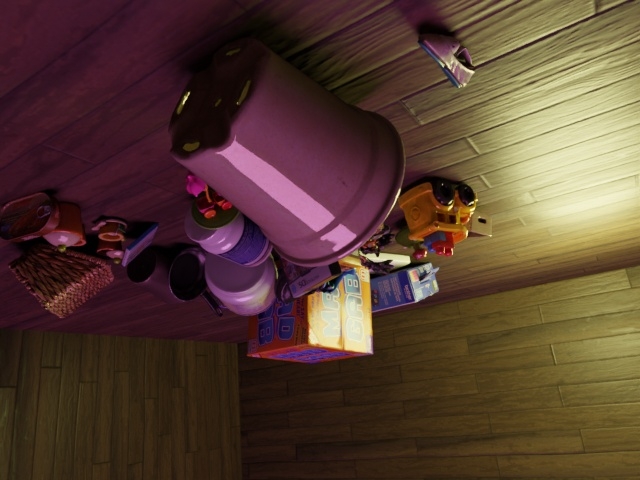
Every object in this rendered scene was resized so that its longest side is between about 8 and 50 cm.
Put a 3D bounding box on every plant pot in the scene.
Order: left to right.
[{"bbox_3d":[-0.073,-0.163,0.823,0.333,0.334,0.305,-19,146,33],"label":"plant pot"}]

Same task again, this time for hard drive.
[{"bbox_3d":[0.201,0.098,2.034,0.307,0.040,0.203,7,158,-33],"label":"hard drive"}]

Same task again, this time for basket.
[{"bbox_3d":[-0.834,0.094,1.546,0.223,0.213,0.299,-41,-179,-23],"label":"basket"},{"bbox_3d":[-0.569,0.123,1.713,0.204,0.154,0.227,-30,152,10],"label":"basket"}]

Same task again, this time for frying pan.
[{"bbox_3d":[-0.435,0.140,1.730,0.053,0.198,0.326,12,163,31],"label":"frying pan"}]

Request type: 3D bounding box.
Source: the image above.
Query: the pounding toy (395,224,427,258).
[{"bbox_3d":[0.368,0.009,1.664,0.182,0.110,0.237,-23,161,12],"label":"pounding toy"}]

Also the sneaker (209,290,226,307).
[{"bbox_3d":[-0.417,0.294,2.331,0.293,0.102,0.146,6,159,-31],"label":"sneaker"}]

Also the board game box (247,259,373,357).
[{"bbox_3d":[-0.042,0.282,1.912,0.356,0.357,0.356,20,151,-40],"label":"board game box"}]

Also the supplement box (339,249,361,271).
[{"bbox_3d":[0.000,0.000,1.443,0.191,0.194,0.129,-19,157,34],"label":"supplement box"}]

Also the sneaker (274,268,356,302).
[{"bbox_3d":[-0.024,0.124,1.573,0.125,0.140,0.340,21,128,-43],"label":"sneaker"}]

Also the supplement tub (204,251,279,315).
[{"bbox_3d":[-0.268,0.122,1.659,0.235,0.236,0.325,-5,161,-2],"label":"supplement tub"}]

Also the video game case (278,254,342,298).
[{"bbox_3d":[-0.056,-0.001,1.301,0.035,0.275,0.248,-12,167,-32],"label":"video game case"}]

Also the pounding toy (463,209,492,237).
[{"bbox_3d":[0.486,-0.070,1.571,0.141,0.101,0.130,11,170,-35],"label":"pounding toy"}]

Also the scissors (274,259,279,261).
[{"bbox_3d":[-0.140,0.127,2.048,0.108,0.021,0.297,-9,160,5],"label":"scissors"}]

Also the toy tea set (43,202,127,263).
[{"bbox_3d":[-0.676,0.003,1.357,0.199,0.125,0.336,-16,159,27],"label":"toy tea set"}]

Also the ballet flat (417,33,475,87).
[{"bbox_3d":[0.219,-0.320,0.814,0.052,0.057,0.168,-46,149,20],"label":"ballet flat"}]

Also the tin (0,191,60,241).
[{"bbox_3d":[-0.733,-0.058,1.196,0.189,0.106,0.040,-12,168,19],"label":"tin"}]

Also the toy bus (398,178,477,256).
[{"bbox_3d":[0.357,-0.052,1.379,0.220,0.212,0.149,4,158,-31],"label":"toy bus"}]

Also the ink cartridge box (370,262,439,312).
[{"bbox_3d":[0.355,0.214,2.164,0.395,0.151,0.269,-18,175,35],"label":"ink cartridge box"}]

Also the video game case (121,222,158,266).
[{"bbox_3d":[-0.561,0.015,1.473,0.015,0.119,0.166,43,147,-6],"label":"video game case"}]

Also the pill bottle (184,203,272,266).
[{"bbox_3d":[-0.258,-0.023,1.364,0.153,0.153,0.264,-13,161,20],"label":"pill bottle"}]

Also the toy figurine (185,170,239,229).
[{"bbox_3d":[-0.253,-0.129,1.150,0.173,0.130,0.159,-26,153,-8],"label":"toy figurine"}]

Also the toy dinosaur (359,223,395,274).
[{"bbox_3d":[0.142,0.010,1.668,0.218,0.165,0.321,20,170,-25],"label":"toy dinosaur"}]
